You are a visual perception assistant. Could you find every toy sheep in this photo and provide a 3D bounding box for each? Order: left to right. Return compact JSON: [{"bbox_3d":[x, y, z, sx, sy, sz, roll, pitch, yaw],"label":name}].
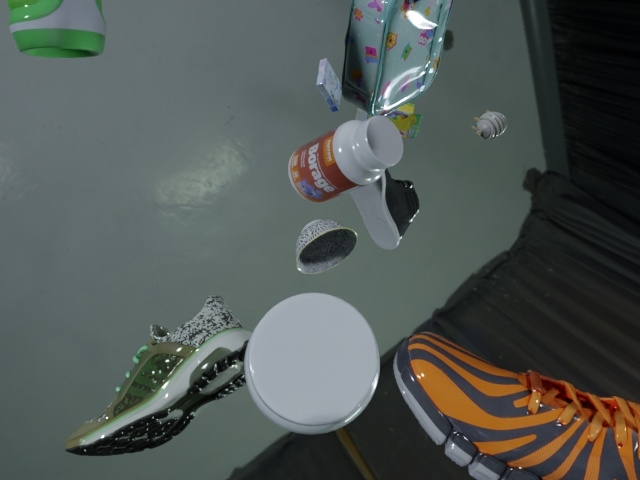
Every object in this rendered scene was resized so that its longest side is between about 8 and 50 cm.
[{"bbox_3d":[0.511,-0.347,1.574,0.132,0.091,0.091,-34,130,-22],"label":"toy sheep"}]

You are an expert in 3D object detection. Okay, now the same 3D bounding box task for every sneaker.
[{"bbox_3d":[-0.297,0.252,0.974,0.410,0.182,0.158,-34,146,1],"label":"sneaker"},{"bbox_3d":[0.151,-0.138,1.257,0.147,0.104,0.296,-47,125,-39],"label":"sneaker"},{"bbox_3d":[0.229,0.140,0.424,0.180,0.321,0.124,-60,174,27],"label":"sneaker"}]

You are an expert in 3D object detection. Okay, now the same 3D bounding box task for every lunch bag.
[{"bbox_3d":[0.158,-0.398,1.023,0.224,0.108,0.279,-30,147,-30],"label":"lunch bag"}]

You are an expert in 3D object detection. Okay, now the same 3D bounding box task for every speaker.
[{"bbox_3d":[-0.368,-0.408,0.701,0.131,0.131,0.296,-9,104,-27],"label":"speaker"}]

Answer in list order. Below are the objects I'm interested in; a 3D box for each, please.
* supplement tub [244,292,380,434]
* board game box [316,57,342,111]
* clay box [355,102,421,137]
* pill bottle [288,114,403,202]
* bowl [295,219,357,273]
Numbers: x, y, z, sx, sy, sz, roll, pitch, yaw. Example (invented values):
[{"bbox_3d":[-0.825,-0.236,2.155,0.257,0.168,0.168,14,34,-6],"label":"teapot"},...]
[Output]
[{"bbox_3d":[-0.014,0.191,0.790,0.191,0.191,0.272,-31,166,-12],"label":"supplement tub"},{"bbox_3d":[0.022,-0.373,1.250,0.020,0.090,0.090,-10,143,25],"label":"board game box"},{"bbox_3d":[0.237,-0.435,1.829,0.222,0.053,0.127,12,150,3],"label":"clay box"},{"bbox_3d":[0.045,-0.152,0.976,0.121,0.216,0.121,11,72,-36],"label":"pill bottle"},{"bbox_3d":[0.000,0.000,1.302,0.170,0.080,0.170,-22,149,-14],"label":"bowl"}]
